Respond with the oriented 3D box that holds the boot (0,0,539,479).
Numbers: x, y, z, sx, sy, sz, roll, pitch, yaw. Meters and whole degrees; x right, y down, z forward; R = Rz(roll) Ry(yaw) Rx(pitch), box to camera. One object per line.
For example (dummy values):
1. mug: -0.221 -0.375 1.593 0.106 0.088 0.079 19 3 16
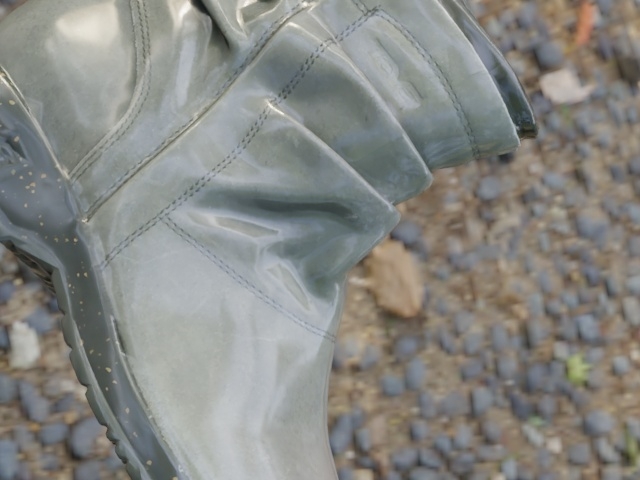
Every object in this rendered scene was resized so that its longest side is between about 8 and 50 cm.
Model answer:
1. boot: 0.000 0.000 0.547 0.161 0.083 0.246 -32 78 -2
